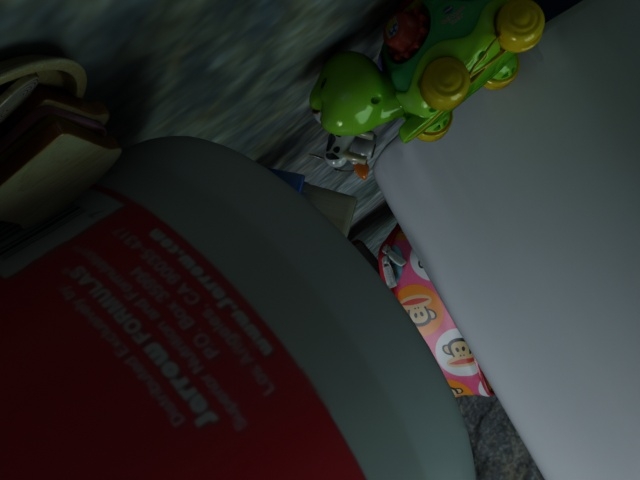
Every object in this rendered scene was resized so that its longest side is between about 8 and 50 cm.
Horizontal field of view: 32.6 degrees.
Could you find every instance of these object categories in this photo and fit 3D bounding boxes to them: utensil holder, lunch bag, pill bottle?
[{"bbox_3d":[0.259,0.036,0.745,0.327,0.386,0.327,-30,174,-3],"label":"utensil holder"},{"bbox_3d":[0.170,0.041,1.416,0.120,0.258,0.293,-10,-162,23],"label":"lunch bag"},{"bbox_3d":[-0.156,0.151,0.385,0.407,0.229,0.229,-35,173,-27],"label":"pill bottle"}]

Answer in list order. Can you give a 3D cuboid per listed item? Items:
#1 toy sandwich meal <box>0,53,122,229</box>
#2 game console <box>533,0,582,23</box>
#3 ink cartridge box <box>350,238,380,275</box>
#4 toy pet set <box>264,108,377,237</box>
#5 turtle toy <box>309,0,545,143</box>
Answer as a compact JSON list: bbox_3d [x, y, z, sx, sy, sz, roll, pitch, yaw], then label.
[{"bbox_3d":[-0.101,-0.025,0.349,0.085,0.029,0.085,-38,174,-5],"label":"toy sandwich meal"},{"bbox_3d":[0.158,-0.135,0.753,0.124,0.085,0.144,0,175,3],"label":"game console"},{"bbox_3d":[-0.048,0.141,1.417,0.283,0.117,0.207,-42,173,26],"label":"ink cartridge box"},{"bbox_3d":[-0.002,-0.052,0.700,0.122,0.065,0.114,38,68,-86],"label":"toy pet set"},{"bbox_3d":[0.056,-0.095,0.581,0.130,0.066,0.095,-38,174,-6],"label":"turtle toy"}]
